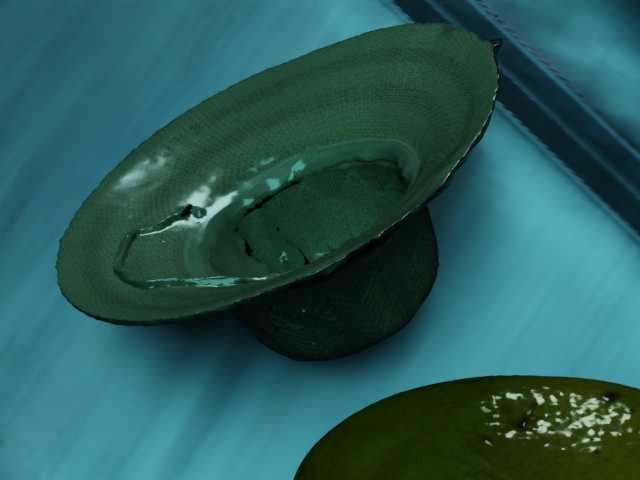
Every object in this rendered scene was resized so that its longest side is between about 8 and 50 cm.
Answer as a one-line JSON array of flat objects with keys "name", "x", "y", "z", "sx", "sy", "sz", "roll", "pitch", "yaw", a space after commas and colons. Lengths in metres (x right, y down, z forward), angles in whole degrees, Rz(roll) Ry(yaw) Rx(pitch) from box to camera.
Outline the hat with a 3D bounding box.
[{"name": "hat", "x": 0.000, "y": 0.000, "z": 0.863, "sx": 0.252, "sy": 0.252, "sz": 0.110, "roll": -28, "pitch": 117, "yaw": -2}]

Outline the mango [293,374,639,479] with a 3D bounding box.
[{"name": "mango", "x": 0.097, "y": 0.139, "z": 0.825, "sx": 0.227, "sy": 0.109, "sz": 0.147, "roll": 1, "pitch": 80, "yaw": 8}]
